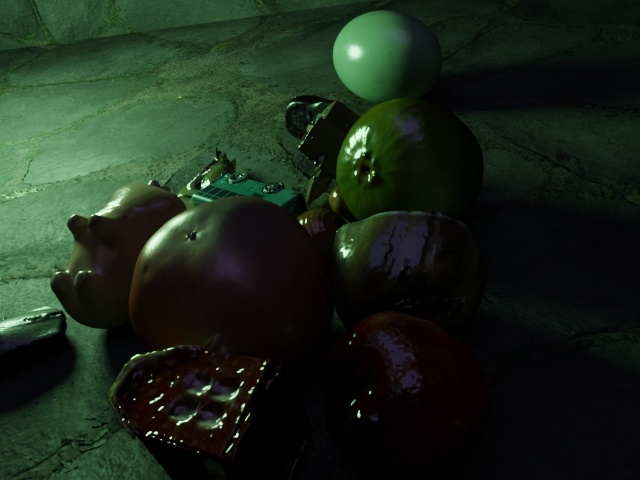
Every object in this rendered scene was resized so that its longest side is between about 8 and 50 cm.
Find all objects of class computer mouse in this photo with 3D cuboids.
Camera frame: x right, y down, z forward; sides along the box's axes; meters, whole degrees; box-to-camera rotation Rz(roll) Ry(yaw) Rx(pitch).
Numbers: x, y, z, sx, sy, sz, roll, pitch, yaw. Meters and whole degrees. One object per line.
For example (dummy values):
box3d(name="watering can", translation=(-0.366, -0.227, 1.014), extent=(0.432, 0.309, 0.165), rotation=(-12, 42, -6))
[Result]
box3d(name="computer mouse", translation=(-0.597, 0.194, 1.103), extent=(0.217, 0.074, 0.122), rotation=(-26, 38, -23))
box3d(name="computer mouse", translation=(0.005, -0.345, 1.650), extent=(0.233, 0.138, 0.096), rotation=(22, 28, 30))

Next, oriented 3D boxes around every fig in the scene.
box3d(name="fig", translation=(0.205, -0.147, 1.216), extent=(0.315, 0.316, 0.316), rotation=(-7, 35, 5))

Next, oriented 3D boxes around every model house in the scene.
box3d(name="model house", translation=(0.019, -0.189, 1.450), extent=(0.248, 0.180, 0.176), rotation=(-59, 11, -17))
box3d(name="model house", translation=(-0.161, 0.256, 0.794), extent=(0.253, 0.196, 0.160), rotation=(8, 47, 26))

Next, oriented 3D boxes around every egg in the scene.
box3d(name="egg", translation=(0.204, -0.563, 1.781), extent=(0.276, 0.276, 0.388), rotation=(-30, 39, -26))

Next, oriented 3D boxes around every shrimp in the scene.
box3d(name="shrimp", translation=(-0.303, -0.142, 1.500), extent=(0.168, 0.077, 0.317), rotation=(-7, 38, 9))

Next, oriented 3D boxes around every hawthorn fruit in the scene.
box3d(name="hawthorn fruit", translation=(0.140, 0.208, 0.791), extent=(0.265, 0.210, 0.230), rotation=(-6, 34, -11))

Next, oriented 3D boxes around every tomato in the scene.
box3d(name="tomato", translation=(-0.150, 0.087, 0.965), extent=(0.341, 0.273, 0.342), rotation=(-7, 35, 5))

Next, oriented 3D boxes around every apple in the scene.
box3d(name="apple", translation=(0.061, -0.092, 1.340), extent=(0.083, 0.071, 0.084), rotation=(-5, 43, 4))

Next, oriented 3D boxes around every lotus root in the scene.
box3d(name="lotus root", translation=(0.142, 0.081, 0.941), extent=(0.271, 0.272, 0.192), rotation=(1, 48, 15))

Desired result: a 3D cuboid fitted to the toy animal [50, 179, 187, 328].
box3d(name="toy animal", translation=(-0.386, 0.027, 1.171), extent=(0.236, 0.269, 0.327), rotation=(8, 71, 25))

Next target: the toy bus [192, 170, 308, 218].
box3d(name="toy bus", translation=(-0.157, -0.057, 1.297), extent=(0.255, 0.128, 0.147), rotation=(19, 46, 38))

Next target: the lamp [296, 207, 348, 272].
box3d(name="lamp", translation=(0.000, 0.000, 1.170), extent=(0.136, 0.137, 0.136), rotation=(-7, 35, 5))
